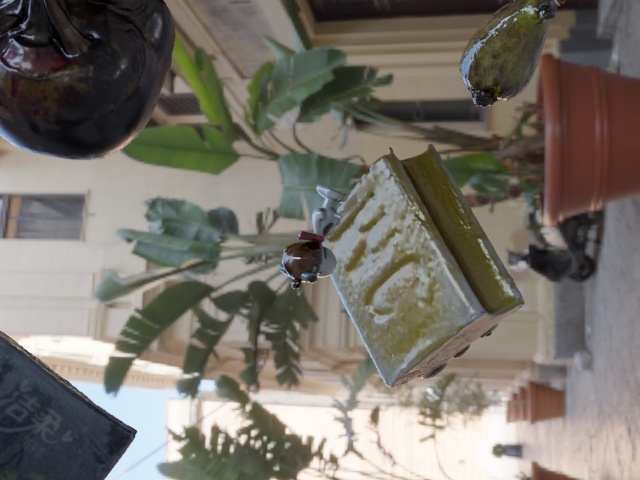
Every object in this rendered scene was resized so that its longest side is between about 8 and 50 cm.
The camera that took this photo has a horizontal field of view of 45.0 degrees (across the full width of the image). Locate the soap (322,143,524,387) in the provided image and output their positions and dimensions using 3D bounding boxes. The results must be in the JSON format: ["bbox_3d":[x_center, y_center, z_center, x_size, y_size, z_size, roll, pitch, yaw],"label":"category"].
[{"bbox_3d":[0.159,0.050,1.360,0.293,0.156,0.335,-47,61,43],"label":"soap"}]

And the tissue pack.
[{"bbox_3d":[-0.449,0.313,0.920,0.394,0.124,0.288,-53,-53,-19],"label":"tissue pack"}]

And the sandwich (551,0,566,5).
[{"bbox_3d":[0.313,-0.440,1.152,0.160,0.109,0.185,-64,-26,-59],"label":"sandwich"}]

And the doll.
[{"bbox_3d":[-0.003,-0.003,0.650,0.058,0.040,0.085,-12,-62,-51],"label":"doll"}]

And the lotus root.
[{"bbox_3d":[0.269,-0.276,1.085,0.191,0.108,0.095,117,155,-50],"label":"lotus root"}]

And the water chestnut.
[{"bbox_3d":[-0.334,-0.243,1.012,0.289,0.289,0.244,-65,-20,-65],"label":"water chestnut"}]
